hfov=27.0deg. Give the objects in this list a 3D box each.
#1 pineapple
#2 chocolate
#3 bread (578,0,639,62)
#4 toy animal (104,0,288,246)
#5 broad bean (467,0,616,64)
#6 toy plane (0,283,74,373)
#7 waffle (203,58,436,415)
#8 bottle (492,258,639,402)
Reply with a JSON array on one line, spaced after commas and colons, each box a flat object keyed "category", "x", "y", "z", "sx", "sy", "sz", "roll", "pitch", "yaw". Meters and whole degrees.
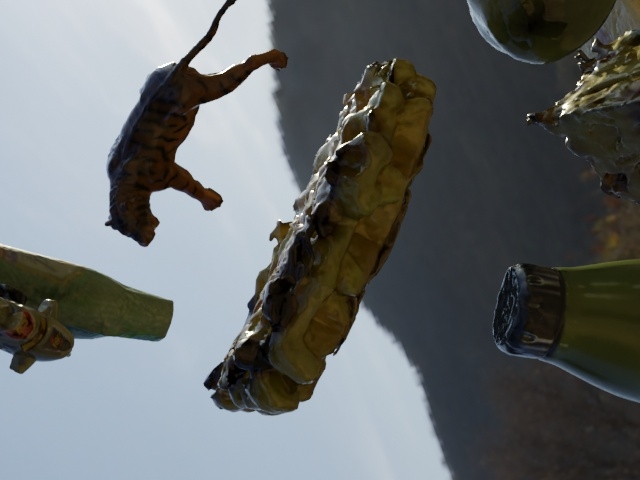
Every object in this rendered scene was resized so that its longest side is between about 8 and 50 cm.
[{"category": "pineapple", "x": 0.222, "y": -0.037, "z": 0.662, "sx": 0.135, "sy": 0.079, "sz": 0.233, "roll": 45, "pitch": 167, "yaw": -27}, {"category": "chocolate", "x": -0.316, "y": 0.068, "z": 1.584, "sx": 0.291, "sy": 0.110, "sz": 0.110, "roll": 13, "pitch": -136, "yaw": -25}, {"category": "bread", "x": 0.364, "y": -0.204, "z": 1.548, "sx": 0.264, "sy": 0.163, "sz": 0.168, "roll": 32, "pitch": 151, "yaw": 16}, {"category": "toy animal", "x": -0.127, "y": -0.129, "z": 1.206, "sx": 0.114, "sy": 0.255, "sz": 0.116, "roll": 38, "pitch": -151, "yaw": 23}, {"category": "broad bean", "x": 0.196, "y": -0.293, "z": 1.222, "sx": 0.121, "sy": 0.189, "sz": 0.263, "roll": -94, "pitch": -12, "yaw": -65}, {"category": "toy plane", "x": -0.394, "y": 0.070, "z": 1.445, "sx": 0.092, "sy": 0.286, "sz": 0.108, "roll": -65, "pitch": -20, "yaw": -18}, {"category": "waffle", "x": 0.000, "y": 0.000, "z": 1.301, "sx": 0.095, "sy": 0.380, "sz": 0.382, "roll": 24, "pitch": 174, "yaw": -7}, {"category": "bottle", "x": 0.261, "y": 0.070, "z": 1.010, "sx": 0.112, "sy": 0.260, "sz": 0.112, "roll": -170, "pitch": 90, "yaw": -79}]
